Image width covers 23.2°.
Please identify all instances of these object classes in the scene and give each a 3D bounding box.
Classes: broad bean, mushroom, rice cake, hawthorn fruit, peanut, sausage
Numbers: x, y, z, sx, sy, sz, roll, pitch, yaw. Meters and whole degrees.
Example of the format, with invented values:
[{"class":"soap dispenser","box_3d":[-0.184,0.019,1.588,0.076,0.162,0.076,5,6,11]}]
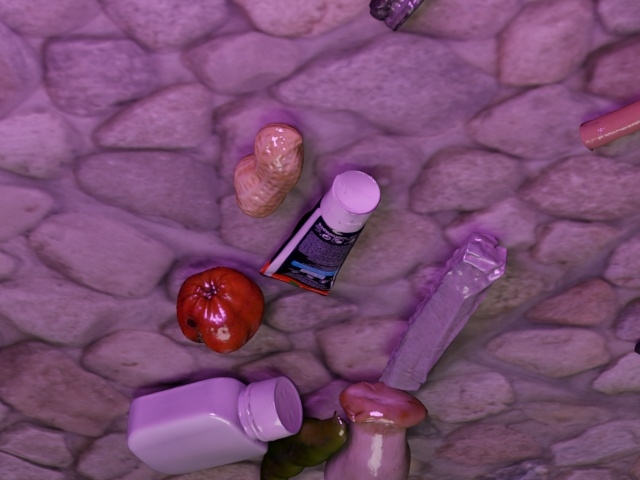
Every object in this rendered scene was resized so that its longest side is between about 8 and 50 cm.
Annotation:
[{"class":"broad bean","box_3d":[-0.032,0.241,1.768,0.060,0.043,0.297,51,152,6]},{"class":"mushroom","box_3d":[0.057,0.232,1.733,0.088,0.097,0.212,-34,150,-26]},{"class":"rice cake","box_3d":[0.119,0.076,1.537,0.055,0.049,0.270,27,143,2]},{"class":"hawthorn fruit","box_3d":[-0.096,0.071,1.509,0.093,0.093,0.093,1,145,1]},{"class":"peanut","box_3d":[-0.044,-0.061,1.343,0.054,0.054,0.113,13,141,-15]},{"class":"sausage","box_3d":[0.268,-0.107,1.284,0.116,0.026,0.026,-24,138,32]}]

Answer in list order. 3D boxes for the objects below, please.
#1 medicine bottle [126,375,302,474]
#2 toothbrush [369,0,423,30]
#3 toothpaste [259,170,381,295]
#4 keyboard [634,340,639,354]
[{"class":"medicine bottle","box_3d":[-0.114,0.200,1.707,0.183,0.069,0.119,-15,142,25]},{"class":"toothbrush","box_3d":[0.119,-0.242,1.091,0.031,0.030,0.297,27,140,-16]},{"class":"toothpaste","box_3d":[0.000,0.000,1.440,0.071,0.045,0.193,18,149,-9]},{"class":"keyboard","box_3d":[0.428,0.125,1.624,0.204,0.013,0.061,17,143,-21]}]
